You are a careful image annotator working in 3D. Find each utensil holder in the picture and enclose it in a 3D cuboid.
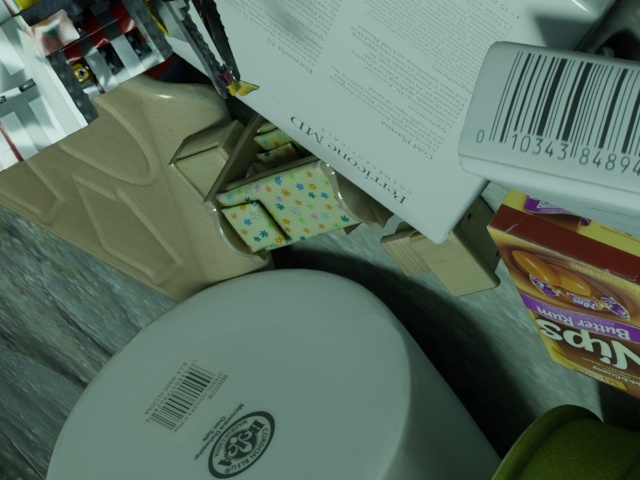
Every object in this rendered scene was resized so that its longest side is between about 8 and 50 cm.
[{"bbox_3d":[0.013,0.257,1.353,0.327,0.327,0.385,16,151,42],"label":"utensil holder"}]

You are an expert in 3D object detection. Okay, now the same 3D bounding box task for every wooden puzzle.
[{"bbox_3d":[-0.192,-0.088,1.358,0.347,0.080,0.322,22,153,22],"label":"wooden puzzle"}]

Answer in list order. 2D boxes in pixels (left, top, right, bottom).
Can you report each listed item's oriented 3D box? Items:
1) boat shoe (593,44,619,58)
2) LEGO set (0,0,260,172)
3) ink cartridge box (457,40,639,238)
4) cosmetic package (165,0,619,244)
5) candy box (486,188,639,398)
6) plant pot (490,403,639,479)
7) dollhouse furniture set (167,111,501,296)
[{"bbox_3d":[0.145,-0.067,0.933,0.038,0.046,0.125,35,161,3],"label":"boat shoe"},{"bbox_3d":[-0.156,-0.144,0.743,0.192,0.331,0.255,-25,95,24],"label":"LEGO set"},{"bbox_3d":[0.283,0.002,0.757,0.324,0.071,0.330,15,179,43],"label":"ink cartridge box"},{"bbox_3d":[-0.030,-0.186,0.901,0.377,0.097,0.284,37,154,3],"label":"cosmetic package"},{"bbox_3d":[0.177,0.035,1.038,0.109,0.053,0.187,23,163,30],"label":"candy box"},{"bbox_3d":[0.292,0.319,1.119,0.353,0.366,0.366,9,146,27],"label":"plant pot"},{"bbox_3d":[0.000,0.000,1.133,0.182,0.101,0.161,-17,125,41],"label":"dollhouse furniture set"}]
